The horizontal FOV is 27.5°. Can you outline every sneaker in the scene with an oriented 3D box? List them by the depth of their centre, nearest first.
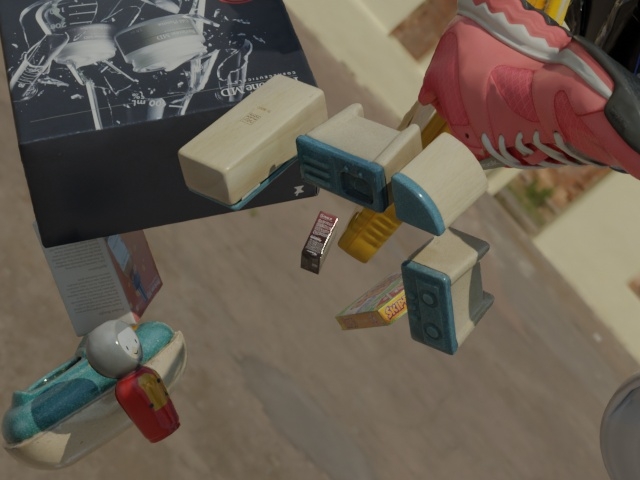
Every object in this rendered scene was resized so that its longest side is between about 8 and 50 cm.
[{"bbox_3d":[0.177,-0.096,1.034,0.116,0.136,0.314,27,14,-32],"label":"sneaker"}]

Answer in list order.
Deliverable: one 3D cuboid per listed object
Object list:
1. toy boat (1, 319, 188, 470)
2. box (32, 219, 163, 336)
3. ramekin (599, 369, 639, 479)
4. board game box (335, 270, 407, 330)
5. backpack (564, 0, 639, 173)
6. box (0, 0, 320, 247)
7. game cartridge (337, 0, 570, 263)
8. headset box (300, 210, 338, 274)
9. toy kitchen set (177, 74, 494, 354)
[{"bbox_3d":[-0.266,0.171,1.608,0.148,0.267,0.318,59,-25,-8],"label":"toy boat"},{"bbox_3d":[-0.295,0.020,1.750,0.130,0.091,0.171,-67,142,-65],"label":"box"},{"bbox_3d":[0.436,0.205,1.347,0.273,0.273,0.127,47,50,-3],"label":"ramekin"},{"bbox_3d":[0.104,0.088,2.003,0.039,0.124,0.259,54,-15,-2],"label":"board game box"},{"bbox_3d":[0.434,-0.226,1.832,0.213,0.263,0.276,22,6,-14],"label":"backpack"},{"bbox_3d":[-0.200,-0.189,1.587,0.179,0.343,0.313,90,-16,-49],"label":"box"},{"bbox_3d":[0.148,-0.158,1.358,0.052,0.324,0.285,36,35,-6],"label":"game cartridge"},{"bbox_3d":[0.000,0.000,1.963,0.032,0.083,0.062,21,-22,6],"label":"headset box"},{"bbox_3d":[0.016,-0.007,1.024,0.207,0.122,0.166,24,-39,34],"label":"toy kitchen set"}]
